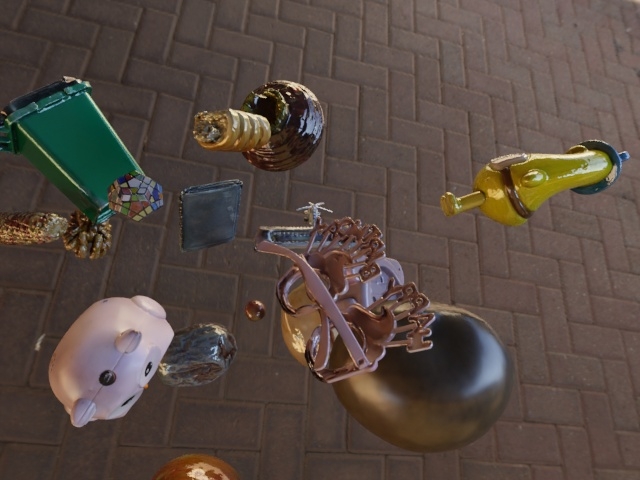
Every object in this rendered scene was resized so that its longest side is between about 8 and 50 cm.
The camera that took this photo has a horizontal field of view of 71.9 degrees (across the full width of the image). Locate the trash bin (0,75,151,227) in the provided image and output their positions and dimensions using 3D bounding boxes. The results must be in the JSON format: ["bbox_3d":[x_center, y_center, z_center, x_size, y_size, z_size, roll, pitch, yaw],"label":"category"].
[{"bbox_3d":[-0.731,-0.248,1.319,0.381,0.259,0.295,51,57,-9],"label":"trash bin"}]

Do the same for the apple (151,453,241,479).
[{"bbox_3d":[-0.396,0.852,1.370,0.338,0.340,0.340,5,64,-11],"label":"apple"}]

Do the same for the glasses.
[{"bbox_3d":[0.024,0.047,0.532,0.162,0.095,0.256,-28,48,-5],"label":"glasses"}]

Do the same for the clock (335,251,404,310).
[{"bbox_3d":[0.163,0.201,1.325,0.295,0.113,0.323,13,64,-48],"label":"clock"}]

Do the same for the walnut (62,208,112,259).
[{"bbox_3d":[-0.740,-0.026,1.409,0.142,0.069,0.171,7,65,-36],"label":"walnut"}]

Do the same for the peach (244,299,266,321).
[{"bbox_3d":[-0.248,0.266,1.679,0.082,0.083,0.083,5,64,-11],"label":"peach"}]

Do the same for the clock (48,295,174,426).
[{"bbox_3d":[-0.584,0.321,1.218,0.250,0.376,0.369,34,78,-14],"label":"clock"}]

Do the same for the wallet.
[{"bbox_3d":[-0.430,-0.096,1.699,0.237,0.342,0.075,-18,60,-28],"label":"wallet"}]

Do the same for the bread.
[{"bbox_3d":[-0.186,-0.234,0.950,0.177,0.119,0.084,-13,102,-54],"label":"bread"}]

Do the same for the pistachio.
[{"bbox_3d":[-0.029,0.310,1.633,0.229,0.230,0.309,-12,82,-19],"label":"pistachio"}]

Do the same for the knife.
[{"bbox_3d":[0.002,-0.003,1.180,0.364,0.043,0.089,1,62,-22],"label":"knife"}]

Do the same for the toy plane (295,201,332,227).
[{"bbox_3d":[-0.026,-0.099,2.235,0.181,0.107,0.273,-6,43,-22],"label":"toy plane"}]

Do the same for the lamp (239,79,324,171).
[{"bbox_3d":[-0.109,-0.297,1.142,0.246,0.247,0.247,5,64,-11],"label":"lamp"}]

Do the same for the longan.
[{"bbox_3d":[0.190,0.248,0.836,0.349,0.288,0.289,12,63,-9],"label":"longan"}]

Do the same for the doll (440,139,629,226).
[{"bbox_3d":[0.432,-0.114,0.887,0.362,0.199,0.146,-16,89,7],"label":"doll"}]

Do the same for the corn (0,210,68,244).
[{"bbox_3d":[-0.812,-0.035,1.225,0.289,0.098,0.098,1,59,25],"label":"corn"}]

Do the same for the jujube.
[{"bbox_3d":[-0.482,0.436,1.725,0.307,0.247,0.215,-8,37,-12],"label":"jujube"}]

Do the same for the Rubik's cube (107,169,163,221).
[{"bbox_3d":[-0.383,-0.091,0.917,0.111,0.093,0.111,8,58,-12],"label":"Rubik's cube"}]
